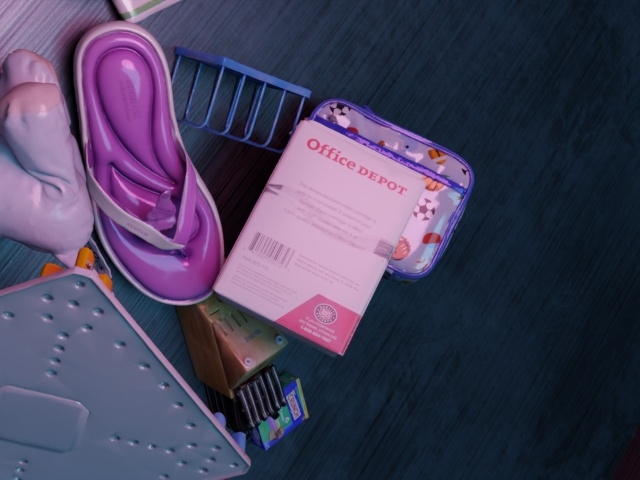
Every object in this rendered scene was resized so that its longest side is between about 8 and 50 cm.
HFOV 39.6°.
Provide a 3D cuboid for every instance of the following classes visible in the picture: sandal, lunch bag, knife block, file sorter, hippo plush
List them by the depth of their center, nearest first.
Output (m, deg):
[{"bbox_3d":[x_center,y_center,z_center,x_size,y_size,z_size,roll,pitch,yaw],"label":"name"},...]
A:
[{"bbox_3d":[-0.400,-0.061,1.047,0.237,0.234,0.294,-15,110,-12],"label":"hippo plush"},{"bbox_3d":[-0.239,-0.080,1.195,0.169,0.102,0.416,-19,114,-8],"label":"sandal"},{"bbox_3d":[-0.124,-0.201,1.293,0.170,0.118,0.104,12,99,-46],"label":"file sorter"},{"bbox_3d":[-0.158,0.176,1.421,0.088,0.242,0.275,-32,78,-35],"label":"knife block"},{"bbox_3d":[0.079,-0.086,1.426,0.243,0.303,0.115,-62,178,-7],"label":"lunch bag"}]

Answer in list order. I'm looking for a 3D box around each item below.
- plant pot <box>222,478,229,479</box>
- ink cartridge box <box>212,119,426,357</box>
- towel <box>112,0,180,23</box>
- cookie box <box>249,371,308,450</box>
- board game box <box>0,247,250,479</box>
[{"bbox_3d":[-0.256,0.397,1.318,0.180,0.201,0.201,44,71,-27],"label":"plant pot"},{"bbox_3d":[0.000,0.000,1.292,0.283,0.207,0.117,-63,179,-10],"label":"ink cartridge box"},{"bbox_3d":[-0.224,-0.475,1.162,0.248,0.038,0.324,-37,126,-29],"label":"towel"},{"bbox_3d":[-0.078,0.297,1.552,0.107,0.040,0.091,-33,123,-34],"label":"cookie box"},{"bbox_3d":[-0.337,0.198,1.070,0.050,0.390,0.390,-89,156,-47],"label":"board game box"}]
